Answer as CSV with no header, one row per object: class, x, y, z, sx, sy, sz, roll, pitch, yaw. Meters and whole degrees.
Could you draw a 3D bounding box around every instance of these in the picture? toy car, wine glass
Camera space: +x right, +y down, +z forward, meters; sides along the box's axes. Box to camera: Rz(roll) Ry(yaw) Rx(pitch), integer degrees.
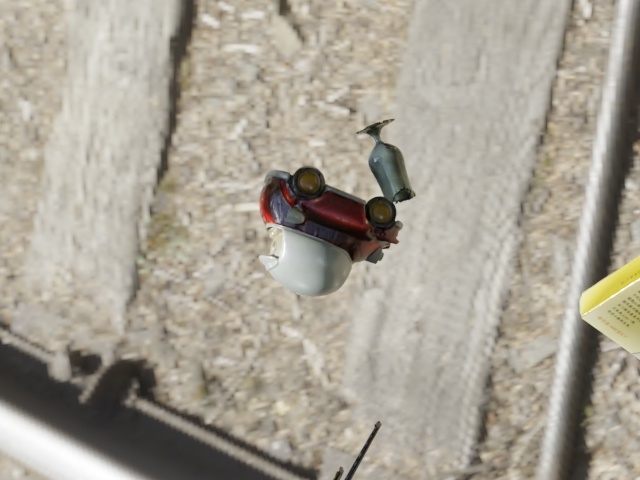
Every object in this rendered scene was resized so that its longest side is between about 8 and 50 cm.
toy car,0.000,0.000,1.508,0.139,0.112,0.112,20,79,-7
wine glass,0.068,-0.076,1.553,0.039,0.042,0.083,-34,75,59

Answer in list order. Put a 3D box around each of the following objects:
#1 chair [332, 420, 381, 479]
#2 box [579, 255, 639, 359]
chair,0.043,0.314,1.355,0.159,0.172,0.246,30,108,12
box,0.209,0.016,0.799,0.149,0.073,0.020,-39,28,35
